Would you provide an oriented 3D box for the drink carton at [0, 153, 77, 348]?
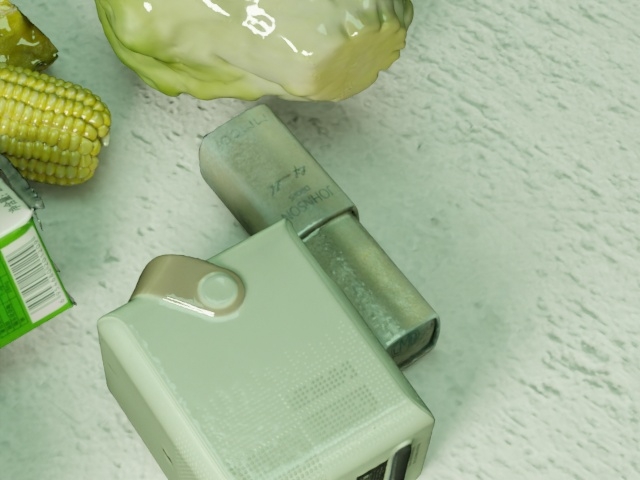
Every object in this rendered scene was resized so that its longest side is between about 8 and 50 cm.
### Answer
[{"bbox_3d":[-0.350,0.039,1.435,0.271,0.108,0.161,-31,42,-18],"label":"drink carton"}]

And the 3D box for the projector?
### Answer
[{"bbox_3d":[-0.050,0.113,1.376,0.177,0.163,0.242,-29,64,-18],"label":"projector"}]

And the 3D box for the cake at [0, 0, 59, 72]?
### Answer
[{"bbox_3d":[-0.327,-0.187,1.636,0.185,0.080,0.116,40,79,12],"label":"cake"}]

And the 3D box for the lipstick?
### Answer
[{"bbox_3d":[0.000,0.000,1.495,0.079,0.077,0.253,-32,62,-18],"label":"lipstick"}]

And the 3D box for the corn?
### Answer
[{"bbox_3d":[-0.301,-0.114,1.531,0.244,0.093,0.093,16,57,-14],"label":"corn"}]

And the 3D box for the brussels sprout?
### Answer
[{"bbox_3d":[-0.069,-0.240,1.561,0.274,0.242,0.316,5,41,-21],"label":"brussels sprout"}]
